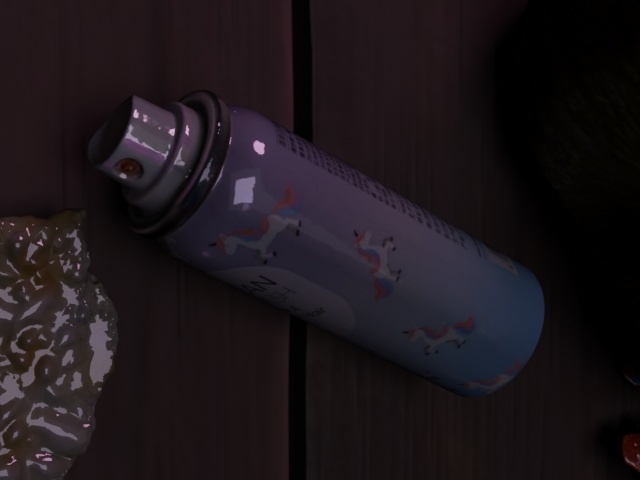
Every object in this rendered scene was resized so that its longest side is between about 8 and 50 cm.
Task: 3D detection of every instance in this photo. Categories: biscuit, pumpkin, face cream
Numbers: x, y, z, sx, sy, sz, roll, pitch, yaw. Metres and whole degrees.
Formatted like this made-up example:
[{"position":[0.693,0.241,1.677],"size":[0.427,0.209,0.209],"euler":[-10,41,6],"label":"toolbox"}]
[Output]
[{"position":[-0.172,0.113,0.505],"size":[0.141,0.038,0.290],"euler":[22,82,-32],"label":"biscuit"},{"position":[0.220,-0.034,0.650],"size":[0.222,0.139,0.317],"euler":[-38,104,-34],"label":"pumpkin"},{"position":[0.000,0.000,0.582],"size":[0.229,0.075,0.075],"euler":[28,80,-31],"label":"face cream"}]

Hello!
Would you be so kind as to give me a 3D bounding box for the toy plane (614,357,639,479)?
[{"position":[0.231,0.154,0.745],"size":[0.130,0.061,0.189],"euler":[-9,86,-32],"label":"toy plane"}]
